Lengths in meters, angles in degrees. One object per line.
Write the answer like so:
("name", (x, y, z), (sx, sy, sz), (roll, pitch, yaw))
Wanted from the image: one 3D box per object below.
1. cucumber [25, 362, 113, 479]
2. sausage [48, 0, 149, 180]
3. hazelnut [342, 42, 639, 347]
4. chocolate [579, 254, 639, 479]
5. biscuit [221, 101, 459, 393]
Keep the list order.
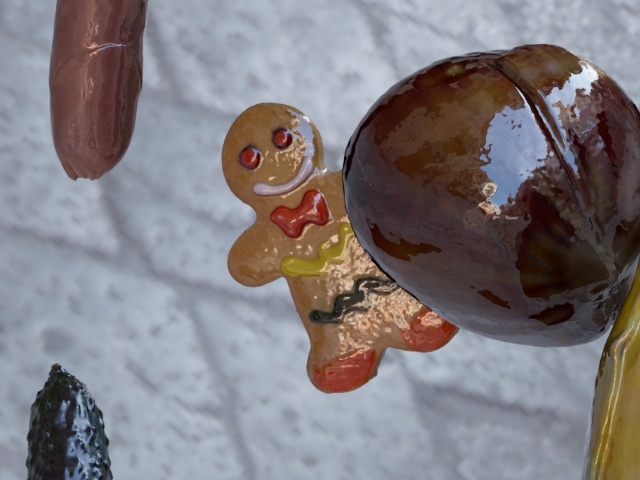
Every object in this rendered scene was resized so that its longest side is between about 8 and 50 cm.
("cucumber", (-0.180, 0.219, 1.391), (0.072, 0.072, 0.300), (23, 49, -32))
("sausage", (-0.180, -0.259, 1.631), (0.088, 0.433, 0.088), (6, 18, -2))
("hazelnut", (0.129, -0.028, 1.326), (0.229, 0.229, 0.229), (31, 27, -18))
("chocolate", (0.223, 0.146, 1.172), (0.162, 0.445, 0.162), (4, 5, 0))
("biscuit", (0.000, 0.000, 1.595), (0.250, 0.165, 0.036), (60, 13, 0))
